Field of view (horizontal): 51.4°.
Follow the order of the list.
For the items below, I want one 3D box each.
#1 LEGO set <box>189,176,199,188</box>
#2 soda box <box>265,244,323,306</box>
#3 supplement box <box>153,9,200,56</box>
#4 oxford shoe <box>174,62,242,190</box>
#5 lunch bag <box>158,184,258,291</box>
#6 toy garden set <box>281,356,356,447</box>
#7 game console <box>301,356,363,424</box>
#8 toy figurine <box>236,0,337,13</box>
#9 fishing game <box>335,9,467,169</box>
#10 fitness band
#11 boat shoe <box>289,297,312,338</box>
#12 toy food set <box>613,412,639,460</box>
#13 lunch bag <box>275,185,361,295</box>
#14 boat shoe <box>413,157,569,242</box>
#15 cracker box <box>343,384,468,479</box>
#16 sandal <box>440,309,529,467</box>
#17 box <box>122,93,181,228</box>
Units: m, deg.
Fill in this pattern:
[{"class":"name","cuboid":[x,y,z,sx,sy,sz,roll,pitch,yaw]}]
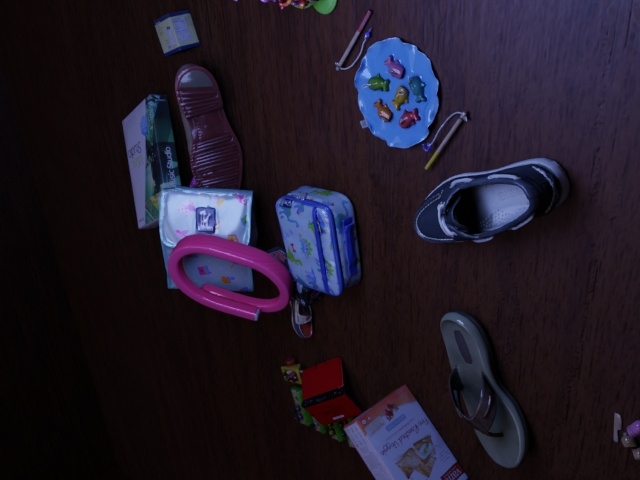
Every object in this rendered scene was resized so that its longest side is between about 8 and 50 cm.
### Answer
[{"class":"LEGO set","cuboid":[-0.317,-0.075,1.770,0.227,0.093,0.087,136,136,-59]},{"class":"soda box","cuboid":[-0.068,0.082,1.552,0.169,0.060,0.053,36,136,34]},{"class":"supplement box","cuboid":[-0.334,-0.481,1.543,0.083,0.056,0.083,2,113,52]},{"class":"oxford shoe","cuboid":[-0.263,-0.252,1.579,0.130,0.123,0.348,-123,24,-60]},{"class":"lunch bag","cuboid":[-0.263,-0.012,1.588,0.160,0.223,0.262,-86,-1,-52]},{"class":"toy garden set","cuboid":[-0.009,0.417,1.700,0.244,0.049,0.203,7,116,51]},{"class":"game console","cuboid":[0.027,0.367,1.608,0.144,0.085,0.124,-29,112,39]},{"class":"toy figurine","cuboid":[-0.082,-0.443,1.149,0.173,0.159,0.130,48,143,20]},{"class":"fishing game","cuboid":[0.119,-0.244,1.120,0.264,0.041,0.189,54,142,14]},{"class":"fitness band","cuboid":[-0.204,0.085,1.503,0.291,0.054,0.209,15,138,5]},{"class":"boat shoe","cuboid":[-0.042,0.174,1.592,0.043,0.049,0.137,3,109,50]},{"class":"toy food set","cuboid":[0.496,0.308,0.996,0.122,0.019,0.078,17,124,47]},{"class":"lunch bag","cuboid":[0.000,0.000,1.391,0.176,0.090,0.219,18,126,43]},{"class":"boat shoe","cuboid":[0.237,-0.052,1.041,0.302,0.091,0.114,-28,88,55]},{"class":"cracker box","cuboid":[0.177,0.441,1.379,0.232,0.156,0.067,56,144,10]},{"class":"sandal","cuboid":[0.276,0.276,1.204,0.120,0.086,0.302,-20,95,55]},{"class":"box","cuboid":[-0.459,-0.207,1.812,0.232,0.058,0.322,-17,83,55]}]
